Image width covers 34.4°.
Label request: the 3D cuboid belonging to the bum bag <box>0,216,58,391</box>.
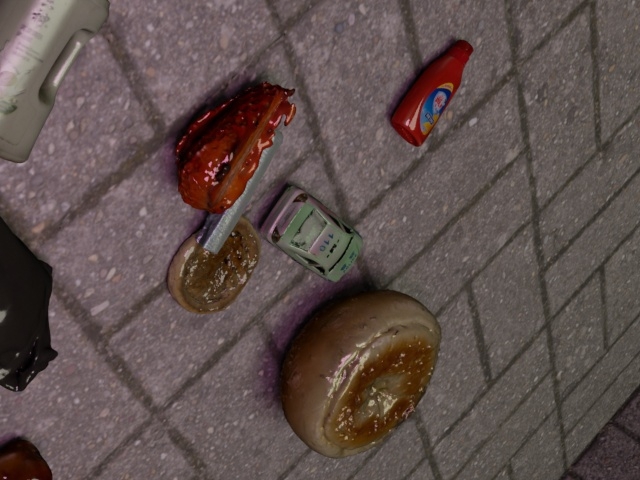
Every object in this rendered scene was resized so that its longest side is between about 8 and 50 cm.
[{"bbox_3d":[-0.357,0.025,1.050,0.326,0.080,0.142,69,27,-49],"label":"bum bag"}]

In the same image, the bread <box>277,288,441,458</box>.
[{"bbox_3d":[0.057,0.205,1.647,0.306,0.159,0.305,-29,134,-35],"label":"bread"}]

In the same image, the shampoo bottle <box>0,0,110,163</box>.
[{"bbox_3d":[-0.272,-0.196,0.975,0.118,0.087,0.234,26,97,-52],"label":"shampoo bottle"}]

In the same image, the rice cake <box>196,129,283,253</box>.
[{"bbox_3d":[-0.105,-0.068,1.318,0.042,0.030,0.180,33,84,-46],"label":"rice cake"}]

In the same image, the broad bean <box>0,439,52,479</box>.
[{"bbox_3d":[-0.404,0.318,1.252,0.165,0.084,0.114,-30,122,-22],"label":"broad bean"}]

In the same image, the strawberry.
[{"bbox_3d":[-0.110,-0.119,1.257,0.188,0.082,0.121,-56,167,-16],"label":"strawberry"}]

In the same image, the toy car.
[{"bbox_3d":[0.000,0.000,1.480,0.090,0.076,0.224,-56,146,-2],"label":"toy car"}]

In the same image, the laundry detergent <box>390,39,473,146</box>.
[{"bbox_3d":[0.173,-0.221,1.529,0.165,0.049,0.097,-54,153,-4],"label":"laundry detergent"}]

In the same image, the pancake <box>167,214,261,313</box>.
[{"bbox_3d":[-0.138,0.031,1.380,0.152,0.025,0.151,-24,128,-34],"label":"pancake"}]
